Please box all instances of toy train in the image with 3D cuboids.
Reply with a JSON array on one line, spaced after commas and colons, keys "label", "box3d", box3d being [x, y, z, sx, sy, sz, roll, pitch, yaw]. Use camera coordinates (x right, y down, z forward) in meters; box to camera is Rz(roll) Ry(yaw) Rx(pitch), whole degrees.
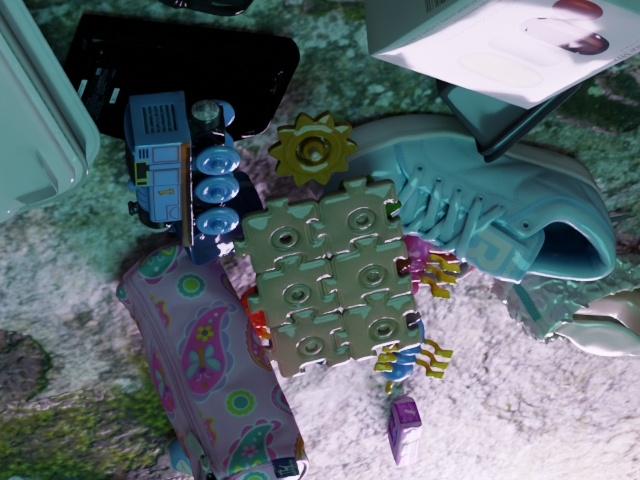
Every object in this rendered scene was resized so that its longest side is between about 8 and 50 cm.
[{"label": "toy train", "box3d": [-0.131, -0.067, 1.591, 0.105, 0.080, 0.184, -4, 146, -7]}]

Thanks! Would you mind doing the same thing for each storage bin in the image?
[{"label": "storage bin", "box3d": [0.185, -0.164, 1.701, 0.135, 0.098, 0.091, -40, 110, 18]}]

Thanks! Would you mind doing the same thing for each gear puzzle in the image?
[{"label": "gear puzzle", "box3d": [0.000, 0.000, 1.715, 0.176, 0.044, 0.339, -14, 132, -2]}]

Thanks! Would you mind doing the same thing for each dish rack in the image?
[{"label": "dish rack", "box3d": [-0.365, -0.106, 1.463, 0.286, 0.072, 0.333, -19, 142, 5]}]

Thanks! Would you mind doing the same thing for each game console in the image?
[{"label": "game console", "box3d": [-0.096, -0.223, 1.523, 0.213, 0.044, 0.361, 3, 134, -30]}]

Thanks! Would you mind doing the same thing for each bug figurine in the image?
[{"label": "bug figurine", "box3d": [0.026, 0.069, 1.863, 0.279, 0.072, 0.216, 12, 121, -22]}]

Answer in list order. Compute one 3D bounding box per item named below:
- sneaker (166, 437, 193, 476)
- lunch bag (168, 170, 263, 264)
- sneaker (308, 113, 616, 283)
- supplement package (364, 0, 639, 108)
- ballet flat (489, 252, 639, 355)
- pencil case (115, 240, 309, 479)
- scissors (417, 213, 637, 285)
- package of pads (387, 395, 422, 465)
[{"label": "sneaker", "box3d": [-0.099, 0.286, 2.049, 0.092, 0.087, 0.228, -27, 134, 13]}, {"label": "lunch bag", "box3d": [-0.108, -0.025, 1.714, 0.098, 0.065, 0.067, -20, 153, -10]}, {"label": "sneaker", "box3d": [0.166, -0.032, 1.772, 0.366, 0.150, 0.135, 5, 130, -26]}, {"label": "supplement package", "box3d": [0.175, -0.239, 1.509, 0.203, 0.149, 0.194, 13, 153, -36]}, {"label": "ballet flat", "box3d": [0.376, 0.087, 2.014, 0.409, 0.147, 0.147, 4, 132, -35]}, {"label": "pencil case", "box3d": [-0.112, 0.141, 1.720, 0.124, 0.284, 0.124, -20, 155, -9]}, {"label": "scissors", "box3d": [0.225, 0.006, 1.953, 0.297, 0.021, 0.109, -2, 133, -26]}, {"label": "package of pads", "box3d": [0.106, 0.240, 2.118, 0.032, 0.050, 0.083, -8, 138, -12]}]
